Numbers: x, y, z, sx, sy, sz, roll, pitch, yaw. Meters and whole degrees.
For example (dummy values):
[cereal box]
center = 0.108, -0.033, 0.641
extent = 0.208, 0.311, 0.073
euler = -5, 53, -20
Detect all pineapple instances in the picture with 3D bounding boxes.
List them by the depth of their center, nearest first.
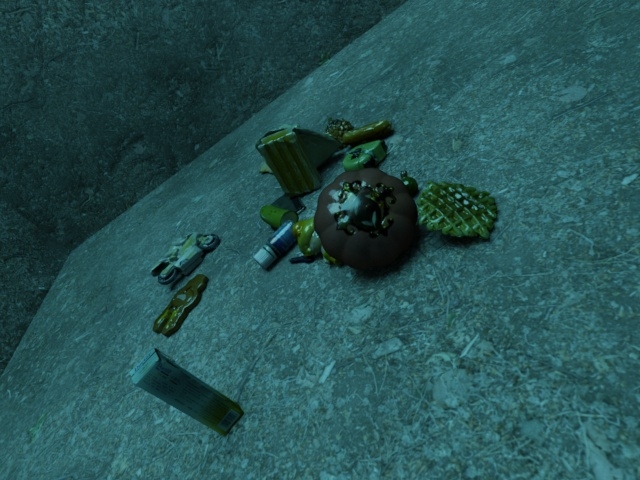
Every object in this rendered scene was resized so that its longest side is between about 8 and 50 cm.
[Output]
[pineapple]
center = 0.071, -0.520, 1.899
extent = 0.161, 0.137, 0.176
euler = -15, 39, 32

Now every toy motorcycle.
[toy motorcycle]
center = -0.655, 0.064, 1.923
extent = 0.222, 0.108, 0.340
euler = 28, 63, 39

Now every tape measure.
[tape measure]
center = 0.163, -0.327, 1.624
extent = 0.177, 0.087, 0.154
euler = -6, 46, 44

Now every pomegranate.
[pomegranate]
center = 0.285, -0.185, 1.336
extent = 0.073, 0.085, 0.073
euler = -30, 23, 15

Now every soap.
[soap]
center = -0.126, -0.326, 1.715
extent = 0.173, 0.274, 0.089
euler = -15, 36, 19

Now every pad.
[pad]
center = -0.161, -0.143, 1.780
extent = 0.174, 0.022, 0.233
euler = -36, 33, 4

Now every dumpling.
[dumpling]
center = -0.120, -0.414, 1.809
extent = 0.394, 0.315, 0.233
euler = -3, 79, 22

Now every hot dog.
[hot dog]
center = 0.199, -0.462, 1.765
extent = 0.249, 0.076, 0.102
euler = -9, 7, 36

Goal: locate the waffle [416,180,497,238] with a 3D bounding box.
[waffle]
center = 0.373, -0.089, 1.110
extent = 0.213, 0.054, 0.208
euler = 12, 45, 16

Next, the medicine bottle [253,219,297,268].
[medicine bottle]
center = -0.164, 0.016, 1.535
extent = 0.203, 0.083, 0.083
euler = -46, 34, -9

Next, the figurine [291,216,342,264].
[figurine]
center = 0.000, 0.000, 1.369
extent = 0.246, 0.131, 0.156
euler = 40, 112, 43

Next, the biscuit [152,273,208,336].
[biscuit]
center = -0.582, 0.261, 1.686
extent = 0.185, 0.044, 0.295
euler = 0, 50, 41

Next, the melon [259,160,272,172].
[melon]
center = -0.260, -0.401, 2.161
extent = 0.182, 0.054, 0.098
euler = 15, 67, 52

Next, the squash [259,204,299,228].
[squash]
center = -0.186, -0.096, 1.653
extent = 0.187, 0.095, 0.095
euler = 19, 63, 42

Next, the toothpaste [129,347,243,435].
[toothpaste]
center = -0.333, 0.394, 1.032
extent = 0.089, 0.313, 0.071
euler = -48, 34, -13

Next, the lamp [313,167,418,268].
[lamp]
center = 0.133, -0.061, 1.197
extent = 0.305, 0.240, 0.306
euler = -2, 77, 8

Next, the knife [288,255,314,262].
[knife]
center = -0.070, 0.069, 1.439
extent = 0.121, 0.018, 0.031
euler = -10, 41, 39
